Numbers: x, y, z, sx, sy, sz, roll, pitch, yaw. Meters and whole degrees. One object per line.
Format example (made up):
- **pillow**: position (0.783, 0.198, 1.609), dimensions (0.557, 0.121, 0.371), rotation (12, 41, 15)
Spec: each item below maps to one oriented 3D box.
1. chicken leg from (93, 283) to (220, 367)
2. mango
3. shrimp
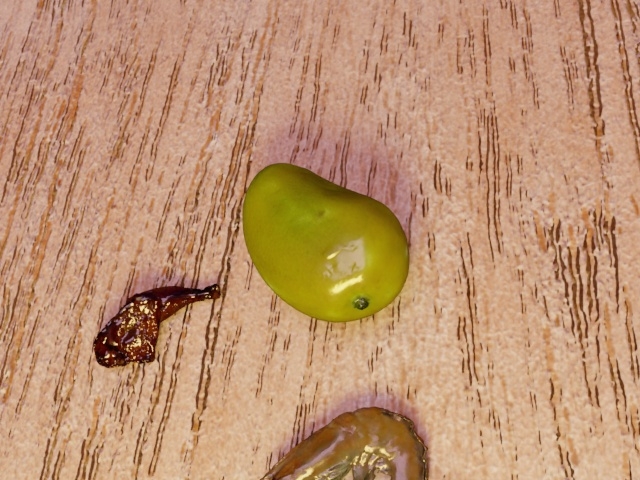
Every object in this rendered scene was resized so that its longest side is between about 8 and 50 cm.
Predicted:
- **chicken leg**: position (-0.246, 0.115, 1.334), dimensions (0.205, 0.053, 0.093), rotation (-44, 87, 2)
- **mango**: position (-0.002, 0.009, 1.260), dimensions (0.273, 0.149, 0.185), rotation (25, 83, 28)
- **shrimp**: position (0.031, 0.325, 1.175), dimensions (0.253, 0.058, 0.173), rotation (-42, 73, -7)
